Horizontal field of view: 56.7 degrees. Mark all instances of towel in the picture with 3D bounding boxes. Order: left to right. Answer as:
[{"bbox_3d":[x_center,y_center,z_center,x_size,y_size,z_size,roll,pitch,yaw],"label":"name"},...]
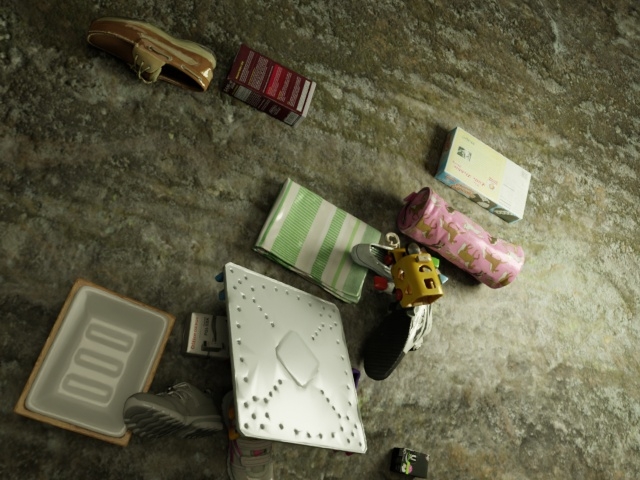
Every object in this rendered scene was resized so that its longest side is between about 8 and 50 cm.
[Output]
[{"bbox_3d":[0.000,0.000,1.621,0.324,0.038,0.248,29,62,-15],"label":"towel"}]

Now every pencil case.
[{"bbox_3d":[0.413,-0.007,1.757,0.386,0.167,0.160,30,85,-16],"label":"pencil case"}]

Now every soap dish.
[{"bbox_3d":[-0.468,0.258,1.258,0.229,0.118,0.291,25,64,-17],"label":"soap dish"}]

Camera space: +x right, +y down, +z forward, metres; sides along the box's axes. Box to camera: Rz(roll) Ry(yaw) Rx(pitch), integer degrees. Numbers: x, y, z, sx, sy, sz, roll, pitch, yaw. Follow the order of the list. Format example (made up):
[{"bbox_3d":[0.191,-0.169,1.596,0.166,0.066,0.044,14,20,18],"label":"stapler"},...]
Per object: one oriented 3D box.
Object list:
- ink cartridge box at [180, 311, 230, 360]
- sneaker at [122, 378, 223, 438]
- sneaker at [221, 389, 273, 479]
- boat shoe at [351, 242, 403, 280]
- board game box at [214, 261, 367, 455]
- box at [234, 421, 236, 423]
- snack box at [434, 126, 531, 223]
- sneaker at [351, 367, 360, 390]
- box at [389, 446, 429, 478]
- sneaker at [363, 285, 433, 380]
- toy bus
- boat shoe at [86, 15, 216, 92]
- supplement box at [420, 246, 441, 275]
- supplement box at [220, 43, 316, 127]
[{"bbox_3d":[-0.253,0.230,1.408,0.135,0.056,0.099,11,70,-23],"label":"ink cartridge box"},{"bbox_3d":[-0.320,0.352,1.266,0.281,0.105,0.115,44,25,-58],"label":"sneaker"},{"bbox_3d":[-0.159,0.461,1.347,0.103,0.111,0.252,-10,78,-29],"label":"sneaker"},{"bbox_3d":[0.189,0.062,1.646,0.226,0.075,0.083,16,70,-36],"label":"boat shoe"},{"bbox_3d":[-0.068,0.276,1.346,0.390,0.050,0.390,27,40,-42],"label":"board game box"},{"bbox_3d":[-0.141,0.274,1.373,0.067,0.063,0.324,23,40,-18],"label":"box"},{"bbox_3d":[0.535,-0.212,1.939,0.322,0.060,0.187,29,63,-15],"label":"snack box"},{"bbox_3d":[0.049,0.393,1.496,0.068,0.071,0.170,34,63,-13],"label":"sneaker"},{"bbox_3d":[0.232,0.575,1.536,0.083,0.052,0.062,22,66,-19],"label":"box"},{"bbox_3d":[0.233,0.252,1.596,0.146,0.122,0.330,53,55,-33],"label":"sneaker"},{"bbox_3d":[0.244,0.072,1.536,0.202,0.104,0.191,36,54,-3],"label":"toy bus"},{"bbox_3d":[-0.427,-0.468,1.518,0.324,0.122,0.120,12,72,-22],"label":"boat shoe"},{"bbox_3d":[0.305,0.075,1.733,0.098,0.036,0.062,57,31,0],"label":"supplement box"},{"bbox_3d":[-0.144,-0.433,1.671,0.239,0.073,0.130,25,64,-18],"label":"supplement box"}]
